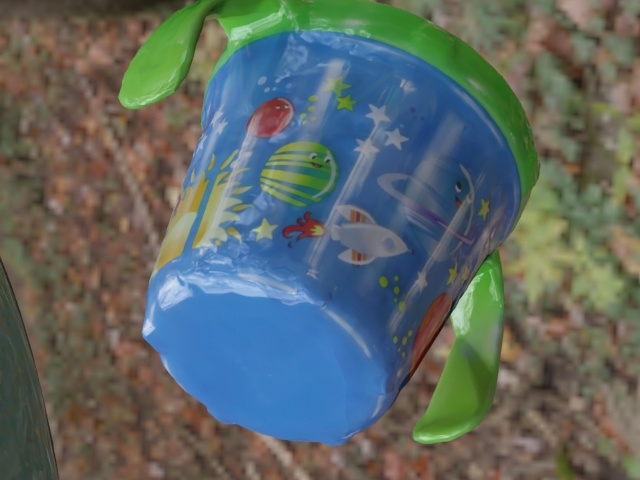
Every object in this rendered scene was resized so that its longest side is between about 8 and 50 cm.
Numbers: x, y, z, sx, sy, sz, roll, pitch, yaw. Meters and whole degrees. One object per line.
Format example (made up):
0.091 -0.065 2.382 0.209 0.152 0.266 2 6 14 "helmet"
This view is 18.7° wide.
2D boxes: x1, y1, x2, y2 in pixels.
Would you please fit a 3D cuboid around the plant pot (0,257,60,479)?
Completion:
-0.230 0.059 0.586 0.247 0.252 0.248 -50 -6 25 "plant pot"

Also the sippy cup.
0.000 0.000 1.254 0.240 0.305 0.224 116 180 -50 "sippy cup"
